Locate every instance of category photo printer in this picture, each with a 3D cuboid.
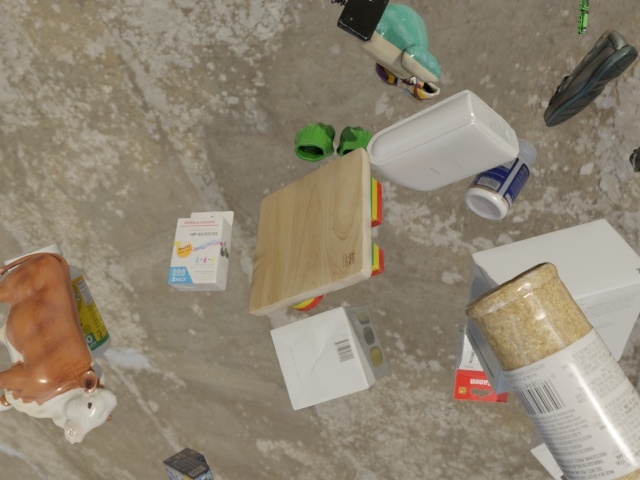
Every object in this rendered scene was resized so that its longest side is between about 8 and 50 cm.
[{"bbox_3d":[0.285,-0.222,1.295,0.307,0.107,0.256,-19,155,38],"label":"photo printer"}]

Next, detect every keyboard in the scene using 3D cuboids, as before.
[{"bbox_3d":[0.084,-0.482,1.039,0.100,0.192,0.038,28,165,-14],"label":"keyboard"}]

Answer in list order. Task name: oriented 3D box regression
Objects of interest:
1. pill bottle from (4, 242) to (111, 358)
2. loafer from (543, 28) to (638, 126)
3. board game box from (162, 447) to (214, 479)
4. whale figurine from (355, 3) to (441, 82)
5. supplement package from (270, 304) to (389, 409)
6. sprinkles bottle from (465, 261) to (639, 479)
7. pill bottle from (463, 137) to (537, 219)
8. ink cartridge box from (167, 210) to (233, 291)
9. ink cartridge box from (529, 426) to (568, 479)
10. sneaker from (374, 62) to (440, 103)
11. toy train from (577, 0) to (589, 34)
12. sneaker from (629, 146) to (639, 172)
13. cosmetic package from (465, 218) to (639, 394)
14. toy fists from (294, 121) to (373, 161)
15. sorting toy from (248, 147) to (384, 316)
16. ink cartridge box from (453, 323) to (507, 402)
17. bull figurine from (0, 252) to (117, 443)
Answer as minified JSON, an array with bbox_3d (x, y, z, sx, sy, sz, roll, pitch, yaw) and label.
[{"bbox_3d":[-0.461,0.114,0.930,0.117,0.117,0.208,-9,106,36],"label":"pill bottle"},{"bbox_3d":[0.616,-0.375,1.248,0.084,0.096,0.267,68,155,18],"label":"loafer"},{"bbox_3d":[-0.215,0.513,1.017,0.194,0.060,0.194,-17,94,56],"label":"board game box"},{"bbox_3d":[0.193,-0.446,1.199,0.216,0.272,0.141,27,109,-30],"label":"whale figurine"},{"bbox_3d":[0.033,0.287,1.365,0.198,0.262,0.199,-21,79,15],"label":"supplement package"},{"bbox_3d":[0.307,0.202,0.603,0.121,0.121,0.355,-41,73,45],"label":"sprinkles bottle"},{"bbox_3d":[0.610,-0.211,1.788,0.153,0.265,0.153,34,164,11],"label":"pill bottle"},{"bbox_3d":[-0.246,0.011,1.106,0.104,0.181,0.061,-2,158,11],"label":"ink cartridge box"},{"bbox_3d":[0.454,0.393,0.920,0.180,0.104,0.060,48,121,8],"label":"ink cartridge box"},{"bbox_3d":[0.228,-0.425,1.384,0.185,0.070,0.084,21,170,-28],"label":"sneaker"},{"bbox_3d":[0.631,-0.537,1.275,0.017,0.083,0.023,5,179,-13],"label":"toy train"},{"bbox_3d":[0.828,-0.190,1.319,0.106,0.234,0.078,10,111,18],"label":"sneaker"},{"bbox_3d":[0.368,0.110,0.860,0.224,0.138,0.225,-14,136,-3],"label":"cosmetic package"},{"bbox_3d":[0.052,-0.319,1.757,0.279,0.142,0.096,7,139,8],"label":"toy fists"},{"bbox_3d":[0.000,0.000,0.968,0.255,0.257,0.089,-23,140,34],"label":"sorting toy"},{"bbox_3d":[0.497,0.370,1.588,0.181,0.225,0.056,7,173,-10],"label":"ink cartridge box"},{"bbox_3d":[-0.415,0.161,0.767,0.101,0.188,0.310,108,142,-55],"label":"bull figurine"}]
